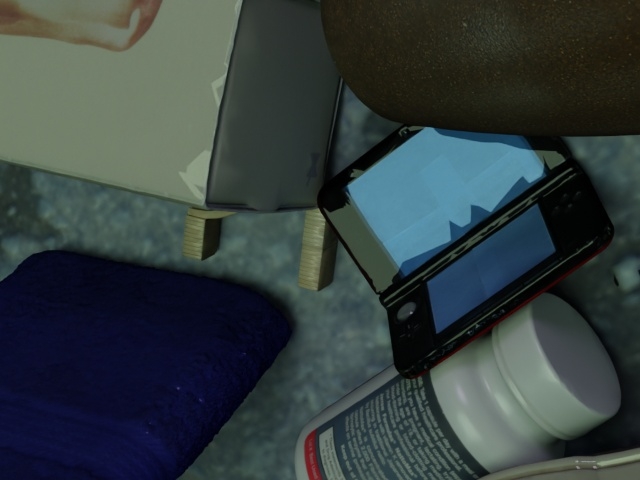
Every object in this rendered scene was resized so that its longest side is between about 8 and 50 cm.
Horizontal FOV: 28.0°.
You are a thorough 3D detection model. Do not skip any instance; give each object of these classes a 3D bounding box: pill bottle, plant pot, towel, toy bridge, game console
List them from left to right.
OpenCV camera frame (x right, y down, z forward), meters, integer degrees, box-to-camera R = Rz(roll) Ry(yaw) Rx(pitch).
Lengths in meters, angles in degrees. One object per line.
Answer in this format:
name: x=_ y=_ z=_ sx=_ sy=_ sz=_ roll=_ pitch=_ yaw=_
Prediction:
towel: x=-0.179 y=0.124 z=0.792 sx=0.228 sy=0.308 sz=0.076 roll=10 pitch=126 yaw=25
toy bridge: x=0.000 y=0.000 z=0.819 sx=0.188 sy=0.026 sz=0.063 roll=14 pitch=108 yaw=22
game console: x=0.076 y=-0.013 z=0.730 sx=0.144 sy=0.124 sz=0.085 roll=-37 pitch=111 yaw=16
pill bottle: x=0.081 y=0.111 z=0.760 sx=0.180 sy=0.108 sz=0.108 roll=-38 pitch=85 yaw=30
plant pot: x=0.116 y=-0.139 z=0.638 sx=0.230 sy=0.215 sz=0.215 roll=-14 pitch=97 yaw=44

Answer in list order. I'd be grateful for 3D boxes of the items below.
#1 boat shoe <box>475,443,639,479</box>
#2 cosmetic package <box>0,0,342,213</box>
boat shoe: x=0.225 y=0.147 z=0.650 sx=0.335 sy=0.095 sz=0.112 roll=-13 pitch=54 yaw=22
cosmetic package: x=-0.149 y=-0.108 z=0.787 sx=0.296 sy=0.153 sz=0.129 roll=13 pitch=96 yaw=22
